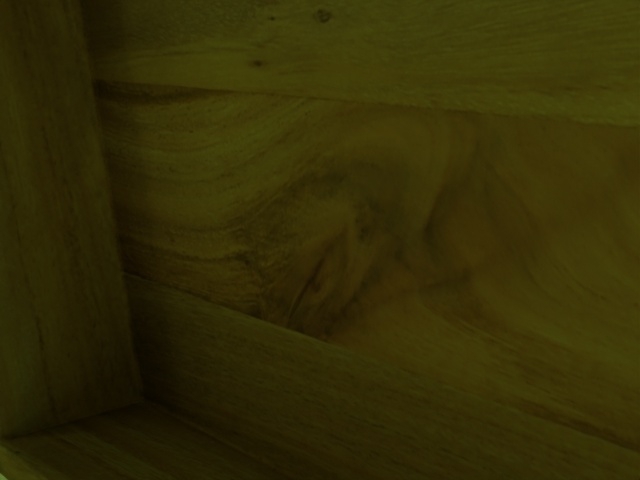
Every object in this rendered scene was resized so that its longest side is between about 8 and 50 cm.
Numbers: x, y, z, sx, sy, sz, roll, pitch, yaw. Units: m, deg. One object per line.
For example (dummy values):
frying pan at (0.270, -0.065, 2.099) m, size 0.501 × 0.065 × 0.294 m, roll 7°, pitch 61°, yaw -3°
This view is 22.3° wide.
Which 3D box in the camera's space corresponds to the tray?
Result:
tray at (0.000, 0.000, 0.391) m, size 0.076 × 0.203 × 0.411 m, roll -13°, pitch -167°, yaw -26°
